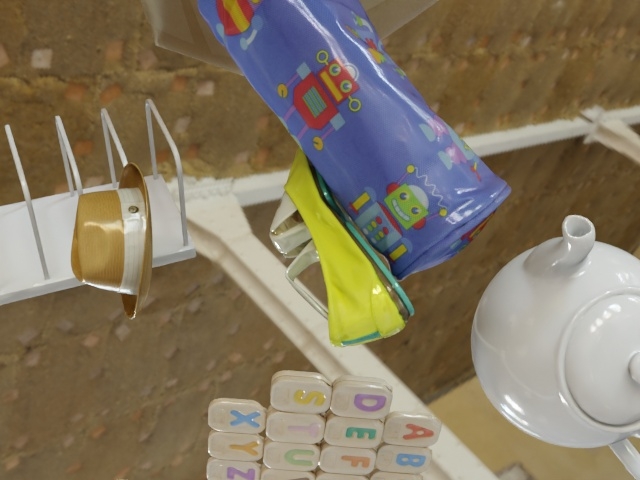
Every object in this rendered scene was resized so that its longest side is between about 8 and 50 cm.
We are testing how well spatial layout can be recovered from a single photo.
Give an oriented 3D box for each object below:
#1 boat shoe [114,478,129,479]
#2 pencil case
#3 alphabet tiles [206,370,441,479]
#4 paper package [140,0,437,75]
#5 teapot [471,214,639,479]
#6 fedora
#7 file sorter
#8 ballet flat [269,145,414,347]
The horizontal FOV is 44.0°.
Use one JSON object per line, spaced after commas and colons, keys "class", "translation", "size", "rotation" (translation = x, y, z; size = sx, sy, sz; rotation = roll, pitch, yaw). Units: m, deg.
{"class": "boat shoe", "translation": [-0.110, 0.325, 0.562], "size": [0.103, 0.302, 0.113], "rotation": [-35, -15, 14]}
{"class": "pencil case", "translation": [0.026, -0.116, 0.652], "size": [0.119, 0.306, 0.133], "rotation": [-38, -8, 24]}
{"class": "alphabet tiles", "translation": [-0.001, 0.264, 0.979], "size": [0.278, 0.021, 0.284], "rotation": [6, -51, -4]}
{"class": "paper package", "translation": [-0.045, -0.357, 1.026], "size": [0.309, 0.325, 0.168], "rotation": [-38, -46, -27]}
{"class": "teapot", "translation": [0.302, 0.124, 0.862], "size": [0.256, 0.187, 0.252], "rotation": [19, -89, -15]}
{"class": "fedora", "translation": [-0.253, 0.000, 0.942], "size": [0.079, 0.194, 0.194], "rotation": [0, -48, -24]}
{"class": "file sorter", "translation": [-0.339, -0.066, 1.096], "size": [0.278, 0.192, 0.173], "rotation": [-15, -47, -18]}
{"class": "ballet flat", "translation": [0.000, 0.000, 0.663], "size": [0.077, 0.231, 0.077], "rotation": [-31, -46, 4]}
